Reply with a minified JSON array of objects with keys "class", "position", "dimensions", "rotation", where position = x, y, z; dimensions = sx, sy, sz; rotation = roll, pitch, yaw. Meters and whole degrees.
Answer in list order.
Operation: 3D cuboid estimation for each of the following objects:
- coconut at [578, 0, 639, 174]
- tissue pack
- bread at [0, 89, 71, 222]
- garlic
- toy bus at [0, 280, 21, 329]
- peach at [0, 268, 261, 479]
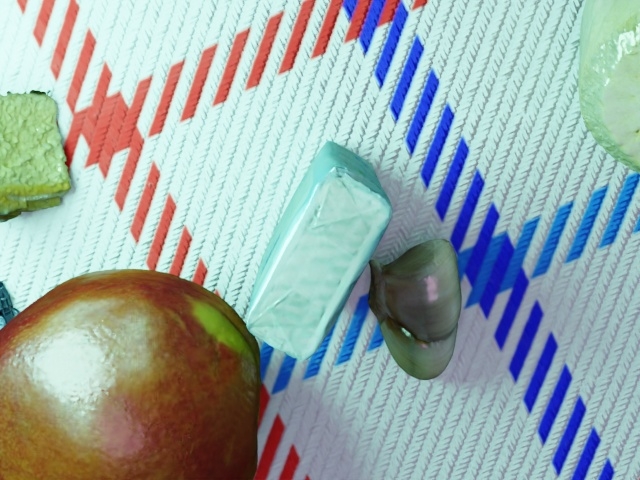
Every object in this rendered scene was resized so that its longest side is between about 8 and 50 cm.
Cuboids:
[{"class":"coconut","position":[0.376,-0.193,1.011],"dimensions":[0.239,0.244,0.239],"rotation":[10,129,12]},{"class":"tissue pack","position":[0.000,0.000,1.037],"dimensions":[0.089,0.263,0.177],"rotation":[29,99,-5]},{"class":"bread","position":[-0.350,-0.092,1.105],"dimensions":[0.127,0.152,0.147],"rotation":[-7,96,-4]},{"class":"garlic","position":[0.114,0.075,1.121],"dimensions":[0.099,0.124,0.175],"rotation":[-12,124,-11]},{"class":"toy bus","position":[-0.379,0.132,1.185],"dimensions":[0.065,0.047,0.166],"rotation":[-13,96,9]},{"class":"peach","position":[-0.222,0.180,1.064],"dimensions":[0.332,0.308,0.308],"rotation":[1,98,7]}]
